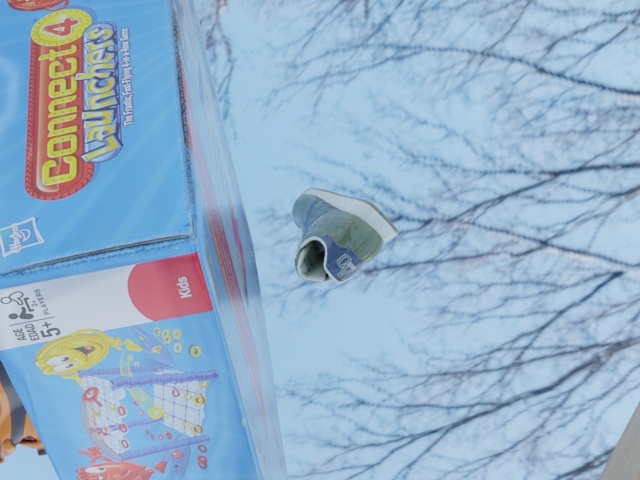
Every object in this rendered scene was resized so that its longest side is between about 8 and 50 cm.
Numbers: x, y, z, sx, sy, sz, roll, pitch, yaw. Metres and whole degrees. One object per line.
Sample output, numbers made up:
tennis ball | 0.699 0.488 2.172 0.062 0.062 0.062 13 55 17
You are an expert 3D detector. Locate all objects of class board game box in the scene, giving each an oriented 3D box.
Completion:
board game box | -0.086 0.008 0.654 0.086 0.308 0.302 -11 -136 0

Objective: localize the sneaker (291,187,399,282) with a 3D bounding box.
sneaker | 0.000 0.000 1.266 0.086 0.192 0.064 -48 -69 -13

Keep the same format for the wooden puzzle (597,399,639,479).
wooden puzzle | 0.249 0.166 0.745 0.044 0.239 0.221 44 -119 -16

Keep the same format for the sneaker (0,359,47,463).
sneaker | -0.218 0.136 0.786 0.180 0.124 0.321 24 -82 -48
